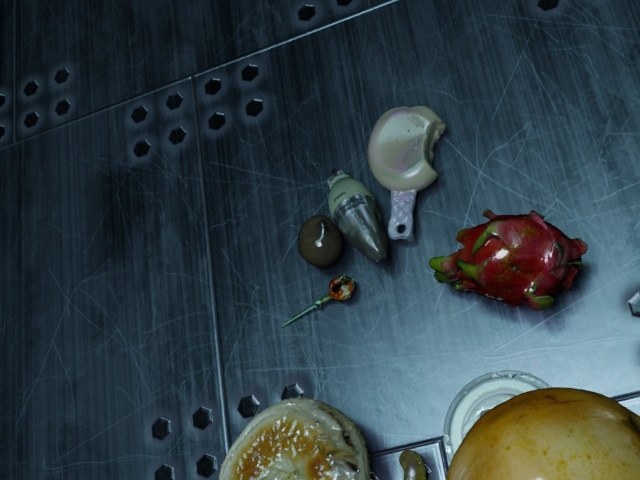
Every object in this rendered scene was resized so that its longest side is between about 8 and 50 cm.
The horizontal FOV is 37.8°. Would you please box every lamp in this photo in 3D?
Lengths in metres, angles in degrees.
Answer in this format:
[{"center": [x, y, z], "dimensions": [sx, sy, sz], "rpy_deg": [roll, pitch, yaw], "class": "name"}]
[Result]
[{"center": [0.075, -0.053, 1.906], "dimensions": [0.101, 0.101, 0.250], "rpy_deg": [-33, 49, 9], "class": "lamp"}]

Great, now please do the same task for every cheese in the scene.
[{"center": [0.175, -0.138, 1.915], "dimensions": [0.163, 0.082, 0.286], "rpy_deg": [-6, 70, 24], "class": "cheese"}]

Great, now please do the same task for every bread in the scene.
[{"center": [-0.038, 0.446, 1.727], "dimensions": [0.306, 0.159, 0.305], "rpy_deg": [-11, 64, 23], "class": "bread"}]

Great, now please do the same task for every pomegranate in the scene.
[{"center": [0.381, 0.433, 1.410], "dimensions": [0.417, 0.417, 0.416], "rpy_deg": [-9, 66, 21], "class": "pomegranate"}]

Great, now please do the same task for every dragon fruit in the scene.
[{"center": [0.345, 0.038, 1.727], "dimensions": [0.269, 0.200, 0.198], "rpy_deg": [-24, 60, 60], "class": "dragon fruit"}]

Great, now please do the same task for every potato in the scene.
[{"center": [0.171, 0.425, 1.707], "dimensions": [0.046, 0.045, 0.092], "rpy_deg": [-41, 48, 47], "class": "potato"}]

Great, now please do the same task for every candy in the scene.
[{"center": [-0.007, 0.130, 1.914], "dimensions": [0.185, 0.049, 0.055], "rpy_deg": [-34, 29, 18], "class": "candy"}]

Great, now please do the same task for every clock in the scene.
[{"center": [0.329, 0.342, 1.666], "dimensions": [0.236, 0.053, 0.236], "rpy_deg": [-8, 68, 20], "class": "clock"}]

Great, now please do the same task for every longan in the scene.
[{"center": [0.000, 0.000, 1.920], "dimensions": [0.092, 0.113, 0.113], "rpy_deg": [-3, 64, -12], "class": "longan"}]
